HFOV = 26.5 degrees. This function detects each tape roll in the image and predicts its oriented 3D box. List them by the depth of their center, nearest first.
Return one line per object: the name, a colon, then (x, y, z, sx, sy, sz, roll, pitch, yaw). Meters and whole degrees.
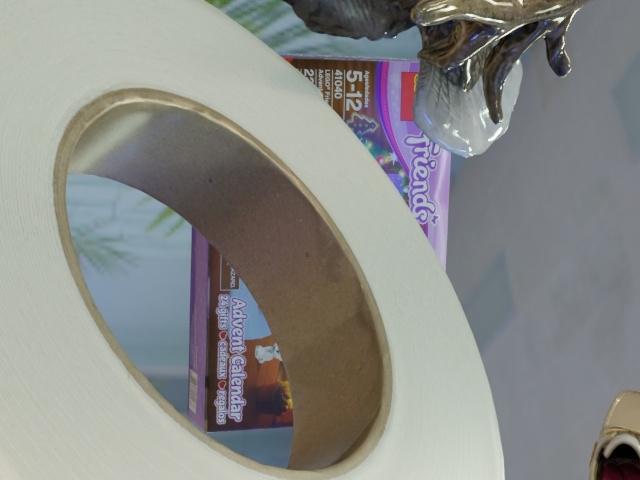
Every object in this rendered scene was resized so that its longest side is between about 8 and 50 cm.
tape roll: (-0.062, 0.033, 0.646, 0.072, 0.392, 0.392, -36, -136, 31)

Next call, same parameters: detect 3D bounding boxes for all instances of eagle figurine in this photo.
eagle figurine: (0.063, -0.227, 0.905, 0.225, 0.226, 0.298, -48, -123, 4)

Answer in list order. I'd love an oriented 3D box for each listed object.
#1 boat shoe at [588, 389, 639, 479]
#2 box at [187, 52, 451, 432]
boat shoe: (0.261, 0.188, 1.154, 0.059, 0.063, 0.170, 77, 23, -43)
box: (0.000, 0.000, 1.082, 0.057, 0.201, 0.293, -160, -110, -68)
